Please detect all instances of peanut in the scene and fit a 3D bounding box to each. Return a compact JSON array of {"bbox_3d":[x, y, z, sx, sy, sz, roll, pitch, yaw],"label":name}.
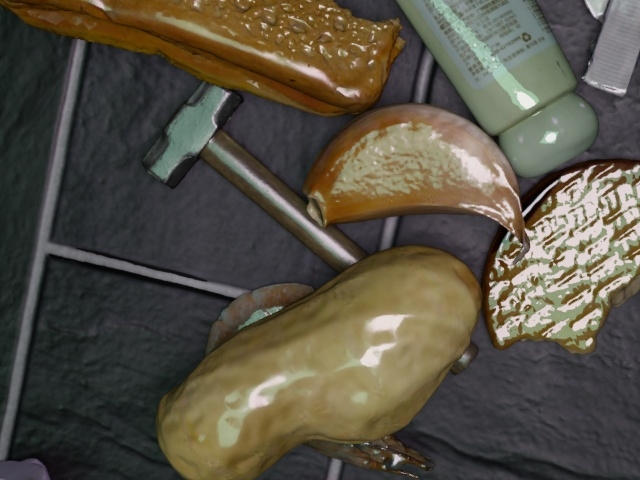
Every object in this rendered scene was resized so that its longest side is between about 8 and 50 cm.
[{"bbox_3d":[0.005,0.118,1.089,0.318,0.147,0.148,-30,92,-2],"label":"peanut"}]

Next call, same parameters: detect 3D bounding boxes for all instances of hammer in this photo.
[{"bbox_3d":[0.000,0.000,1.167,0.365,0.043,0.111,40,97,0],"label":"hammer"}]

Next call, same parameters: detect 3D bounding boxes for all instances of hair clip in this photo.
[{"bbox_3d":[0.295,-0.235,1.105,0.140,0.054,0.220,21,95,8],"label":"hair clip"}]

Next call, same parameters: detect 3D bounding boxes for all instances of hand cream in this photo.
[{"bbox_3d":[0.140,-0.201,1.101,0.147,0.093,0.306,-30,91,-19],"label":"hand cream"}]

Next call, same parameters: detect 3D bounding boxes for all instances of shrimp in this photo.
[{"bbox_3d":[0.007,0.136,1.175,0.251,0.052,0.144,29,95,4],"label":"shrimp"}]

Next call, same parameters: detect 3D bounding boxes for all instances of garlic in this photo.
[{"bbox_3d":[0.094,-0.066,1.094,0.206,0.128,0.115,8,116,18],"label":"garlic"}]

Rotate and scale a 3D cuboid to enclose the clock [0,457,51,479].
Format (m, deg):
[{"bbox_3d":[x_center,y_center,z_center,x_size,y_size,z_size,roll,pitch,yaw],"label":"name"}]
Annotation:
[{"bbox_3d":[-0.307,0.361,1.187,0.188,0.189,0.254,-13,102,8],"label":"clock"}]

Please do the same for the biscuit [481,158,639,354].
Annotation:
[{"bbox_3d":[0.258,0.014,1.143,0.228,0.031,0.176,-9,95,6],"label":"biscuit"}]

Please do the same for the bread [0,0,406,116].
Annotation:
[{"bbox_3d":[-0.102,-0.241,1.120,0.380,0.109,0.185,18,77,1],"label":"bread"}]
